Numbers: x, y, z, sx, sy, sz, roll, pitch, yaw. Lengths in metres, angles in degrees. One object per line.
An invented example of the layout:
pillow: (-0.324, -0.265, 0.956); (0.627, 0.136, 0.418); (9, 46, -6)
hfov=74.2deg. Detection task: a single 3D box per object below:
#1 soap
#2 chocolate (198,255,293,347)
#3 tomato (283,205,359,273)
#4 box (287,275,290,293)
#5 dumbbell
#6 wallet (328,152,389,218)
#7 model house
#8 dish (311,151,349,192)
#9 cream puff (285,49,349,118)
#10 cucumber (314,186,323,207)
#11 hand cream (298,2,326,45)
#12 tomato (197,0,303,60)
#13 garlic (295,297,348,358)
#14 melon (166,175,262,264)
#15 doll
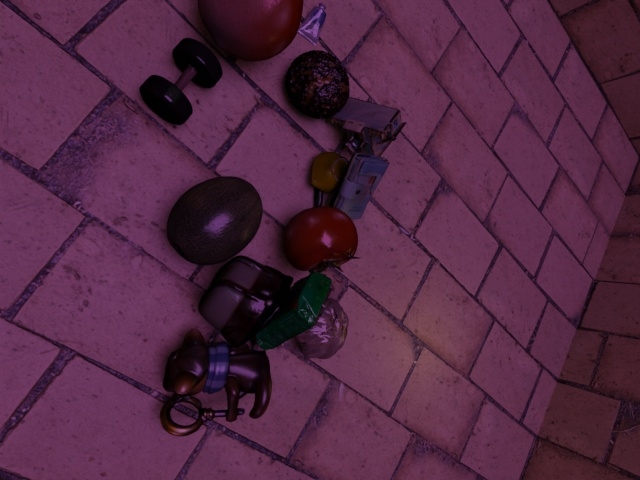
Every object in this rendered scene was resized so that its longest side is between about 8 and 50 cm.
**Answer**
soap: (-0.085, 0.228, 1.326); (0.098, 0.273, 0.218); (37, 46, -12)
chocolate: (-0.245, 0.162, 1.281); (0.186, 0.283, 0.283); (44, 69, -15)
tomato: (0.000, 0.000, 1.448); (0.256, 0.256, 0.224); (-2, 75, -31)
box: (-0.157, 0.228, 1.473); (0.121, 0.030, 0.193); (-7, 93, -30)
dumbbell: (-0.411, -0.471, 1.261); (0.152, 0.152, 0.218); (40, 70, -24)
wallet: (0.137, -0.192, 1.543); (0.176, 0.075, 0.250); (-5, 129, -46)
model house: (0.176, -0.392, 1.595); (0.178, 0.271, 0.206); (-56, 150, -20)
dish: (0.055, -0.258, 1.552); (0.207, 0.080, 0.149); (-44, 119, -37)
cream puff: (-0.003, -0.551, 1.487); (0.239, 0.165, 0.239); (3, 81, -20)
cucumber: (-0.005, -0.199, 1.567); (0.036, 0.033, 0.184); (4, 84, -53)
hand cream: (-0.020, -0.806, 1.560); (0.084, 0.053, 0.142); (27, 86, -28)
tomato: (-0.217, -0.716, 1.293); (0.321, 0.321, 0.321); (0, 89, -31)
garlic: (0.011, 0.305, 1.492); (0.228, 0.152, 0.228); (-2, 93, -45)
melon: (-0.307, -0.065, 1.268); (0.301, 0.237, 0.237); (-45, 111, -28)
doll: (-0.312, 0.423, 1.303); (0.340, 0.209, 0.318); (17, 49, -31)
